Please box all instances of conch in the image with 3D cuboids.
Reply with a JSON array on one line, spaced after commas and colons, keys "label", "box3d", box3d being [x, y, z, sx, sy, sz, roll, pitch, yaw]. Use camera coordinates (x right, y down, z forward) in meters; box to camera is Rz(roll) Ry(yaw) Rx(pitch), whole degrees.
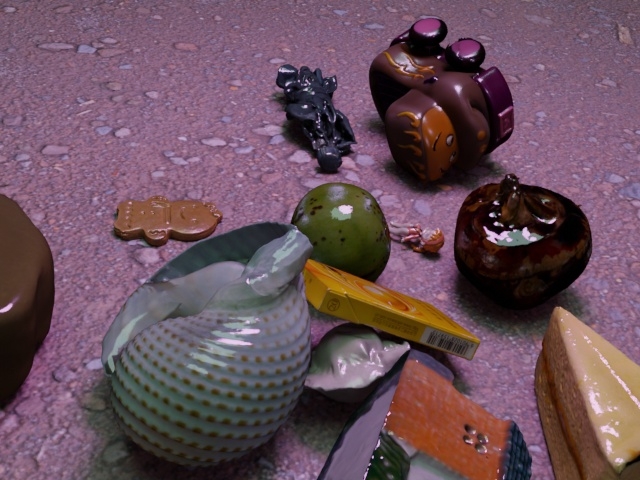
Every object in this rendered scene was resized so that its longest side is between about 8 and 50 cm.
[{"label": "conch", "box3d": [-0.121, 0.135, 1.063, 0.319, 0.215, 0.303, -35, 32, -5]}]

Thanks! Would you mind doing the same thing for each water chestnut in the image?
[{"label": "water chestnut", "box3d": [0.321, -0.005, 1.338, 0.224, 0.238, 0.223, -2, 43, 2]}]

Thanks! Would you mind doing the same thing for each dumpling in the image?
[{"label": "dumpling", "box3d": [0.057, 0.164, 1.131, 0.127, 0.108, 0.188, -20, -3, 32]}]

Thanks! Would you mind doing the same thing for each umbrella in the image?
[{"label": "umbrella", "box3d": [-0.006, -0.269, 1.744, 0.143, 0.094, 0.348, -4, 40, -8]}]

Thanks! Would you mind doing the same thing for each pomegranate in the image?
[{"label": "pomegranate", "box3d": [0.000, 0.000, 1.332, 0.224, 0.181, 0.181, -7, 33, 18]}]

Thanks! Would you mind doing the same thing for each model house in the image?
[{"label": "model house", "box3d": [0.151, 0.316, 0.948, 0.301, 0.190, 0.271, 29, 35, 3]}]

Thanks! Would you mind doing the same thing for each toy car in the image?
[{"label": "toy car", "box3d": [0.214, -0.269, 1.681, 0.240, 0.271, 0.341, -35, 48, -17]}]

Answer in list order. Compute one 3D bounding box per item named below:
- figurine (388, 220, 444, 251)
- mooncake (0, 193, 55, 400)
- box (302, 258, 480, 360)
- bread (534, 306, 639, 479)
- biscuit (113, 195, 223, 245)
[{"label": "figurine", "box3d": [0.169, -0.010, 1.465, 0.109, 0.047, 0.064, 19, 44, 29]}, {"label": "mooncake", "box3d": [-0.544, 0.087, 1.089, 0.379, 0.200, 0.378, 9, 36, -6]}, {"label": "box", "box3d": [0.085, 0.095, 1.183, 0.269, 0.043, 0.152, 21, 7, -29]}, {"label": "bread", "box3d": [0.329, 0.234, 1.070, 0.163, 0.167, 0.264, -16, 39, -28]}, {"label": "biscuit", "box3d": [-0.268, -0.037, 1.438, 0.184, 0.027, 0.133, 8, 35, 0]}]
